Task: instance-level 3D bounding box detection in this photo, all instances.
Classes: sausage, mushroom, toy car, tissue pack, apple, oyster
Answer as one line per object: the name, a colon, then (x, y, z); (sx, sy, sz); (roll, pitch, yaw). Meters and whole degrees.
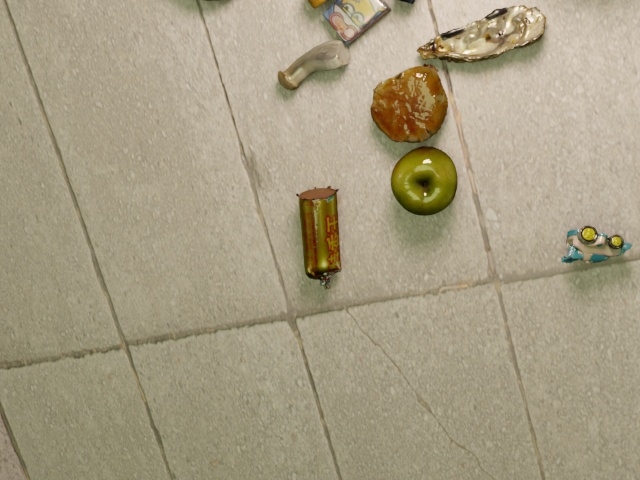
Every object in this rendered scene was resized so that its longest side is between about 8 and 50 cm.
sausage: (-0.002, 0.000, 2.042); (0.117, 0.125, 0.317); (18, 116, 56)
mushroom: (-0.025, -0.507, 1.934); (0.223, 0.081, 0.092); (-18, 79, 23)
toy car: (0.747, 0.029, 1.821); (0.161, 0.126, 0.098); (18, 82, 3)
tissue pack: (0.101, -0.639, 1.866); (0.155, 0.065, 0.115); (-37, 91, 22)
apple: (0.294, -0.169, 1.889); (0.196, 0.157, 0.196); (5, 107, 16)
oyster: (0.430, -0.543, 1.796); (0.345, 0.078, 0.128); (-10, 81, 21)

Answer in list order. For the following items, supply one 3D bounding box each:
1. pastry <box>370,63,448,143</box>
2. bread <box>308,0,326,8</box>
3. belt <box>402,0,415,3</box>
pastry: (0.253, -0.387, 1.872); (0.218, 0.100, 0.229); (34, 117, 10)
bread: (0.022, -0.710, 1.841); (0.149, 0.122, 0.073); (-29, 108, 28)
belt: (0.236, -0.712, 1.752); (0.082, 0.141, 0.190); (19, 148, 11)
